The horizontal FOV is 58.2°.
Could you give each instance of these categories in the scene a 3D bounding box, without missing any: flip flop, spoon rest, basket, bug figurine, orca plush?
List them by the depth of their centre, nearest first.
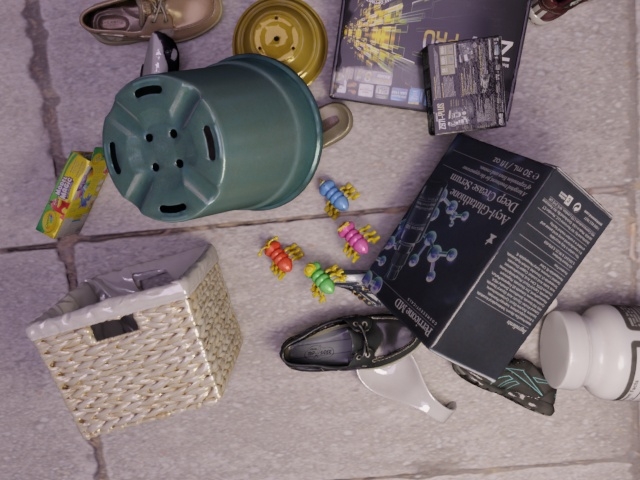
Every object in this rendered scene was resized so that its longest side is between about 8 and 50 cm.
[{"bbox_3d":[-0.366,0.197,1.235,0.328,0.331,0.267,-16,103,4],"label":"basket"},{"bbox_3d":[-0.338,-0.302,1.271,0.102,0.151,0.288,2,96,-31],"label":"orca plush"},{"bbox_3d":[-0.051,-0.215,1.283,0.277,0.080,0.112,-30,96,8],"label":"flip flop"},{"bbox_3d":[0.000,0.000,1.295,0.279,0.072,0.216,-48,66,6],"label":"bug figurine"},{"bbox_3d":[0.207,0.338,1.358,0.276,0.084,0.137,37,97,-5],"label":"spoon rest"}]

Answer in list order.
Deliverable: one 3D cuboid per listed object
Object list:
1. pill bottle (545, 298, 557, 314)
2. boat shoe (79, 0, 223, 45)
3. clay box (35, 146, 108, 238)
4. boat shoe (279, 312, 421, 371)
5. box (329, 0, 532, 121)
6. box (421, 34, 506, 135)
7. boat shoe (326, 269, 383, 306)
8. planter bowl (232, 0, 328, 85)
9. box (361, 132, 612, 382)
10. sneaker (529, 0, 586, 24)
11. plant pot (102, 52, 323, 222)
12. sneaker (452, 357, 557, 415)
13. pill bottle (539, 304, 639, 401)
[{"bbox_3d":[0.403,0.162,1.303,0.229,0.131,0.131,-38,96,6],"label":"pill bottle"},{"bbox_3d":[-0.363,-0.487,1.243,0.302,0.098,0.109,-7,98,2],"label":"boat shoe"},{"bbox_3d":[-0.541,-0.117,1.286,0.053,0.127,0.222,27,97,-2],"label":"clay box"},{"bbox_3d":[0.064,0.232,1.301,0.339,0.113,0.127,-7,78,14],"label":"boat shoe"},{"bbox_3d":[0.231,-0.439,1.238,0.394,0.097,0.319,9,102,-1],"label":"box"},{"bbox_3d":[0.291,-0.312,1.173,0.147,0.077,0.180,-7,101,2],"label":"box"},{"bbox_3d":[0.094,0.113,1.336,0.183,0.065,0.083,-2,98,1],"label":"boat shoe"},{"bbox_3d":[-0.092,-0.431,1.250,0.217,0.090,0.217,0,98,2],"label":"planter bowl"},{"bbox_3d":[0.319,0.023,1.175,0.211,0.293,0.396,28,98,-31],"label":"box"},{"bbox_3d":[0.571,-0.551,1.180,0.281,0.162,0.106,-36,96,6],"label":"sneaker"},{"bbox_3d":[-0.212,-0.191,1.117,0.340,0.334,0.342,6,107,21],"label":"plant pot"},{"bbox_3d":[0.437,0.319,1.356,0.267,0.101,0.106,24,84,-8],"label":"sneaker"},{"bbox_3d":[0.696,0.248,1.270,0.362,0.210,0.211,3,98,1],"label":"pill bottle"}]
